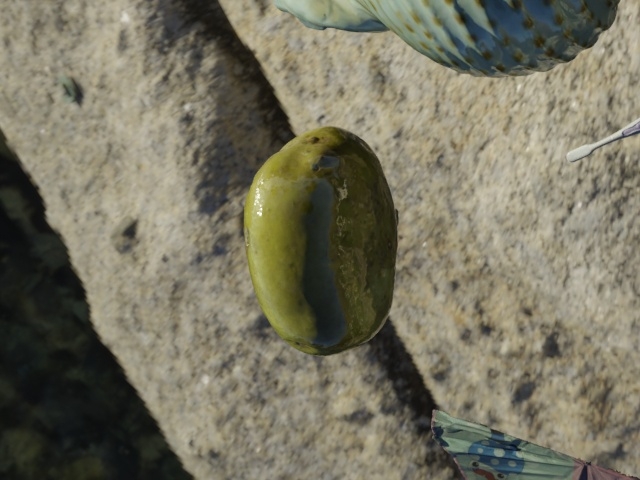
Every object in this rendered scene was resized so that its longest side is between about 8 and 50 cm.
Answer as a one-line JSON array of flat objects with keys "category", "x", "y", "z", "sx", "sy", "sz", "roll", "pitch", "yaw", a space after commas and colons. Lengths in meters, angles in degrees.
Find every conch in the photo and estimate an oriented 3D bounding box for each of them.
[{"category": "conch", "x": 0.075, "y": -0.171, "z": 0.594, "sx": 0.200, "sy": 0.172, "sz": 0.131, "roll": 13, "pitch": 130, "yaw": 13}]

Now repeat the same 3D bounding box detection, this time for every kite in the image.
[{"category": "kite", "x": 0.068, "y": 0.116, "z": 0.398, "sx": 0.152, "sy": 0.005, "sz": 0.137, "roll": -20, "pitch": 111, "yaw": 28}]

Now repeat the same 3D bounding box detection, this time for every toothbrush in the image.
[{"category": "toothbrush", "x": 0.218, "y": -0.079, "z": 0.691, "sx": 0.131, "sy": 0.013, "sz": 0.011, "roll": -25, "pitch": 93, "yaw": 25}]

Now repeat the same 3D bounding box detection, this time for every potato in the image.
[{"category": "potato", "x": 0.002, "y": 0.000, "z": 1.186, "sx": 0.148, "sy": 0.197, "sz": 0.228, "roll": 12, "pitch": 128, "yaw": 54}]
